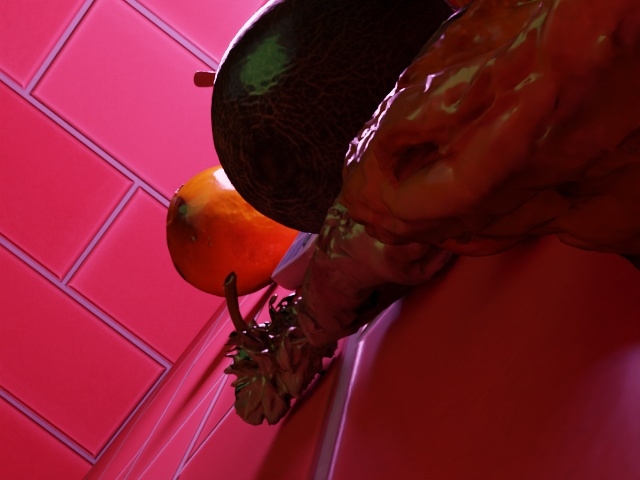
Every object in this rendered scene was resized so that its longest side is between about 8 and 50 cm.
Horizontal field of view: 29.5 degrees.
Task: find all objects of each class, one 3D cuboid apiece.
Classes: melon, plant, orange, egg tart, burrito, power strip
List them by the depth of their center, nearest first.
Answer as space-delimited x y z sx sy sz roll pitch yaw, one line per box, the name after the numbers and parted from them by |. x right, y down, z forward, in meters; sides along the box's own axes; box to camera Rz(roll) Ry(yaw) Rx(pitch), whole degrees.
0.129 -0.082 0.441 0.294 0.123 0.294 -48 5 5 | egg tart
0.089 -0.073 0.947 0.175 0.107 0.347 -21 30 55 | burrito
-0.051 0.087 1.013 0.116 0.122 0.104 -44 17 12 | plant
0.028 -0.139 1.165 0.237 0.237 0.301 -49 -1 42 | melon
0.000 0.000 1.645 0.118 0.046 0.270 -53 5 -16 | power strip
-0.159 -0.019 2.176 0.246 0.246 0.246 -52 4 5 | orange

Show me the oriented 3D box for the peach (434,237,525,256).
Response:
0.091 -0.040 0.685 0.100 0.101 0.101 -52 4 5 | peach

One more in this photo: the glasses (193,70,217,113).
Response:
-0.002 -0.149 1.432 0.118 0.268 0.234 -60 -5 -2 | glasses

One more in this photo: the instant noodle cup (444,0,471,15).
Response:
0.174 -0.315 1.641 0.193 0.193 0.212 -55 -2 -30 | instant noodle cup
